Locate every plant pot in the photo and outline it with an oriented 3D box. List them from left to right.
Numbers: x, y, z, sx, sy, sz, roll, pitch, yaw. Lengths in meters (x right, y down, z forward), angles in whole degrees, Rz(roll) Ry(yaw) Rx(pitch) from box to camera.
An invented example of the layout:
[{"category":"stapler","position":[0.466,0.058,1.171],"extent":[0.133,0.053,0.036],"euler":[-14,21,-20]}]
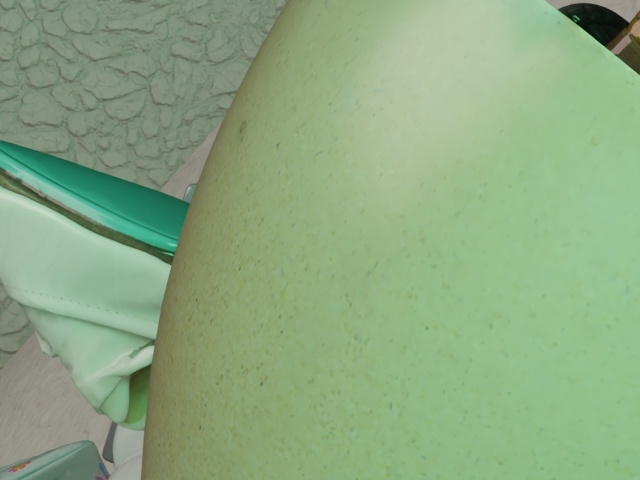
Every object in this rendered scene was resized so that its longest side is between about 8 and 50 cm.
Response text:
[{"category":"plant pot","position":[0.056,0.062,0.466],"extent":[0.191,0.284,0.284],"euler":[-48,12,5]}]

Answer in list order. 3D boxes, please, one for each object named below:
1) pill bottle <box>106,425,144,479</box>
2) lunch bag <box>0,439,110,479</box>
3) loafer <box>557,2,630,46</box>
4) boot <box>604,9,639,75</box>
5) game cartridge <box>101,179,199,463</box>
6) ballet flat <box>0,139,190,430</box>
[{"category":"pill bottle","position":[-0.038,0.110,0.989],"extent":[0.160,0.160,0.283],"euler":[-41,17,41]},{"category":"lunch bag","position":[-0.334,0.294,1.453],"extent":[0.279,0.108,0.224],"euler":[-27,1,-31]},{"category":"loafer","position":[0.072,-0.005,0.946],"extent":[0.366,0.134,0.130],"euler":[-35,-5,-25]},{"category":"boot","position":[0.149,-0.091,0.721],"extent":[0.280,0.264,0.096],"euler":[-45,38,33]},{"category":"game cartridge","position":[-0.095,0.055,1.292],"extent":[0.355,0.068,0.230],"euler":[-45,-23,-85]},{"category":"ballet flat","position":[-0.042,0.054,0.766],"extent":[0.139,0.400,0.139],"euler":[-49,-32,-45]}]
